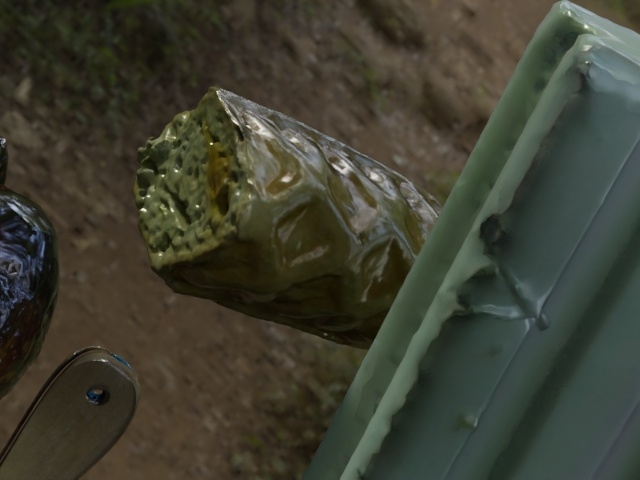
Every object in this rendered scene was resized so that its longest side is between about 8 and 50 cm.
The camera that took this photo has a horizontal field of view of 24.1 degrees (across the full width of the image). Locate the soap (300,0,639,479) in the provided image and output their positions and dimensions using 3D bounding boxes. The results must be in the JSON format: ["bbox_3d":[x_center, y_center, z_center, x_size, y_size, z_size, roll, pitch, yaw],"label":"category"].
[{"bbox_3d":[0.148,0.122,0.858,0.261,0.446,0.156,23,16,-10],"label":"soap"}]

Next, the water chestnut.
[{"bbox_3d":[-0.370,0.028,1.456,0.289,0.244,0.289,50,0,0],"label":"water chestnut"}]

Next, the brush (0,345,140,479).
[{"bbox_3d":[-0.218,0.188,0.921,0.070,0.327,0.065,39,14,-7],"label":"brush"}]

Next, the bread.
[{"bbox_3d":[0.000,0.000,1.021,0.267,0.130,0.152,22,16,-42],"label":"bread"}]
